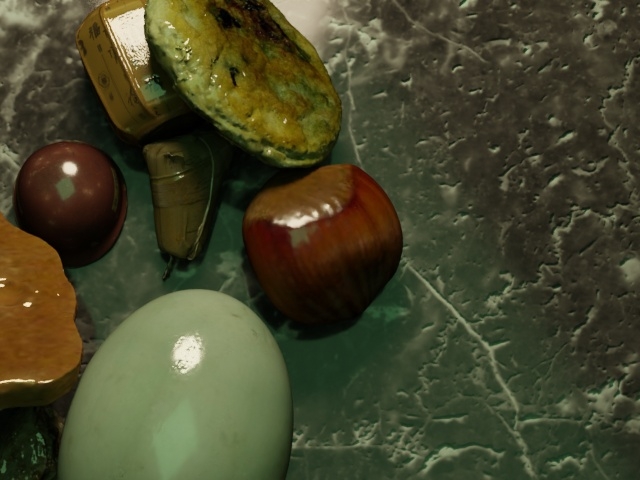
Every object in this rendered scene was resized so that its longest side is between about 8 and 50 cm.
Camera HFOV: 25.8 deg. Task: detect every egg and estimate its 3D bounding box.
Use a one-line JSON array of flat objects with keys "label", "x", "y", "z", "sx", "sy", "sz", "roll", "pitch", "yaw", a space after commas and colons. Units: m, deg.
[{"label": "egg", "x": -0.174, "y": 0.249, "z": 1.692, "sx": 0.276, "sy": 0.276, "sz": 0.388, "roll": 16, "pitch": 83, "yaw": -1}]

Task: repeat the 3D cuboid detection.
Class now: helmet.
[{"label": "helmet", "x": -0.334, "y": -0.055, "z": 1.832, "sx": 0.155, "sy": 0.106, "sz": 0.175, "roll": 5, "pitch": 83, "yaw": -2}]

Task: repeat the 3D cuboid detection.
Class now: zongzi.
[{"label": "zongzi", "x": -0.149, "y": -0.055, "z": 1.874, "sx": 0.178, "sy": 0.081, "sz": 0.189, "roll": -21, "pitch": 110, "yaw": -45}]

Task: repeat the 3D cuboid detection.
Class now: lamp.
[{"label": "lamp", "x": -0.230, "y": -0.225, "z": 1.847, "sx": 0.161, "sy": 0.161, "sz": 0.185, "roll": -24, "pitch": 82, "yaw": -8}]

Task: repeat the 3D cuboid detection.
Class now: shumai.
[{"label": "shumai", "x": -0.349, "y": 0.275, "z": 1.762, "sx": 0.116, "sy": 0.145, "sz": 0.145, "roll": 31, "pitch": 78, "yaw": -16}]

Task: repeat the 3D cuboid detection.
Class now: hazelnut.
[{"label": "hazelnut", "x": -0.005, "y": 0.001, "z": 1.813, "sx": 0.186, "sy": 0.210, "sz": 0.210, "roll": 36, "pitch": 77, "yaw": 31}]

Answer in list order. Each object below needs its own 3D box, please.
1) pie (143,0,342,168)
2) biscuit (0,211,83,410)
[{"label": "pie", "x": -0.092, "y": -0.235, "z": 1.811, "sx": 0.070, "sy": 0.323, "sz": 0.323, "roll": -41, "pitch": 82, "yaw": 34}, {"label": "biscuit", "x": -0.485, "y": 0.086, "z": 1.706, "sx": 0.365, "sy": 0.062, "sz": 0.385, "roll": -10, "pitch": 44, "yaw": -26}]
